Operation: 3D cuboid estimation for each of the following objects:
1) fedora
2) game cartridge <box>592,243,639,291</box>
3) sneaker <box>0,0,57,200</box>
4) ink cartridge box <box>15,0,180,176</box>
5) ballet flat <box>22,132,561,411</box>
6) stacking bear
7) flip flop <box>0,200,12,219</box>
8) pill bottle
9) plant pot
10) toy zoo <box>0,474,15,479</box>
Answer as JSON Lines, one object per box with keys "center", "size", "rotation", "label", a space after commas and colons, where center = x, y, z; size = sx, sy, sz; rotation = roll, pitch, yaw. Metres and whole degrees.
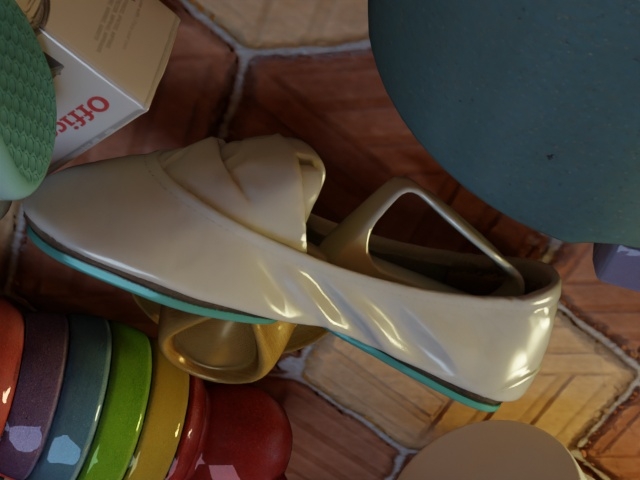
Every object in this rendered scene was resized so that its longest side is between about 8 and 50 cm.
{"center": [-0.072, 0.055, 1.081], "size": [0.194, 0.079, 0.194], "rotation": [7, 141, 6], "label": "fedora"}
{"center": [0.376, -0.018, 0.856], "size": [0.355, 0.068, 0.230], "rotation": [16, 135, -4], "label": "game cartridge"}
{"center": [-0.283, -0.134, 0.718], "size": [0.208, 0.127, 0.319], "rotation": [-2, 138, 13], "label": "sneaker"}
{"center": [-0.222, -0.140, 0.865], "size": [0.218, 0.092, 0.159], "rotation": [36, 136, -30], "label": "ink cartridge box"}
{"center": [0.000, 0.000, 0.953], "size": [0.400, 0.139, 0.139], "rotation": [21, 142, -26], "label": "ballet flat"}
{"center": [-0.162, 0.154, 1.176], "size": [0.289, 0.175, 0.164], "rotation": [16, 125, -20], "label": "stacking bear"}
{"center": [-0.358, -0.067, 1.003], "size": [0.277, 0.080, 0.112], "rotation": [26, 140, -17], "label": "flip flop"}
{"center": [0.199, 0.326, 1.245], "size": [0.210, 0.210, 0.363], "rotation": [-8, 138, 24], "label": "pill bottle"}
{"center": [0.166, -0.176, 0.547], "size": [0.341, 0.341, 0.334], "rotation": [13, 150, -1], "label": "plant pot"}
{"center": [-0.261, 0.220, 1.327], "size": [0.293, 0.030, 0.192], "rotation": [28, 118, -19], "label": "toy zoo"}
